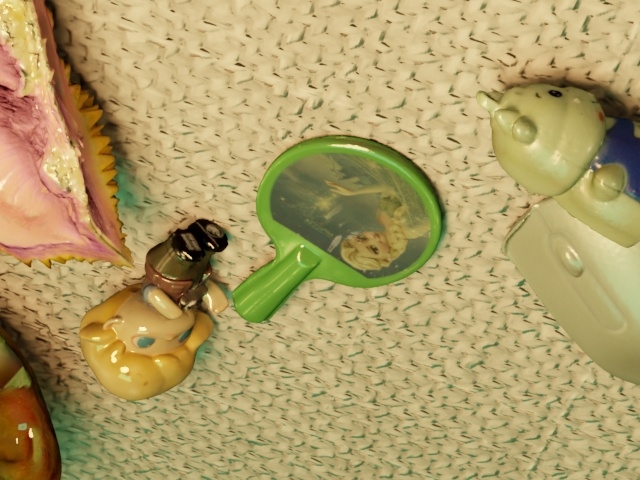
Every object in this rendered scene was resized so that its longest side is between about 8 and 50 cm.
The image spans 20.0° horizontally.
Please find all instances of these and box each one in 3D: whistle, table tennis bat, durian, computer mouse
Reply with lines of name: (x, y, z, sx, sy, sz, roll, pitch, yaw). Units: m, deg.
whistle: (0.224, -0.053, 1.396, 0.244, 0.110, 0.092, 29, 103, -9)
table tennis bat: (0.000, 0.000, 1.586, 0.160, 0.039, 0.257, 34, 134, -14)
durian: (-0.265, -0.128, 1.498, 0.191, 0.112, 0.341, 5, 130, 29)
computer mouse: (0.256, 0.048, 1.513, 0.231, 0.079, 0.128, 38, 134, -16)

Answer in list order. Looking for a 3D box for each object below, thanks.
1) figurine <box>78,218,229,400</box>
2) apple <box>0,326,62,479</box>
figurine: (-0.142, 0.063, 1.666, 0.108, 0.114, 0.196, 44, 127, 7)
apple: (-0.422, 0.221, 1.746, 0.374, 0.374, 0.384, -20, 111, 36)
